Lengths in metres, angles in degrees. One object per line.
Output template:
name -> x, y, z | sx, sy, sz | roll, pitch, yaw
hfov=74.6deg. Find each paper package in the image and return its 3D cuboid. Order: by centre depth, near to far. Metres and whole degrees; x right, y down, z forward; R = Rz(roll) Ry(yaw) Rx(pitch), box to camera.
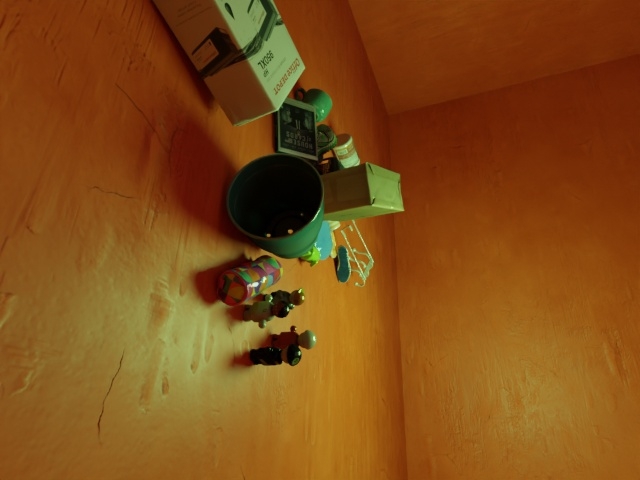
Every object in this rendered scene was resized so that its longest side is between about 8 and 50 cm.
paper package -> 0.134, -0.186, 1.734 | 0.309, 0.324, 0.168 | 1, 81, -54

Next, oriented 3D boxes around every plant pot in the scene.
plant pot -> -0.112, -0.074, 1.256 | 0.255, 0.271, 0.272 | 75, 15, -65

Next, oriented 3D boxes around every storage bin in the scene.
storage bin -> 0.041, -0.302, 1.920 | 0.180, 0.121, 0.085 | 26, 58, -66

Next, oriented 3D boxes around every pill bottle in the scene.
pill bottle -> 0.140, -0.453, 2.253 | 0.216, 0.121, 0.121 | 62, 28, -44

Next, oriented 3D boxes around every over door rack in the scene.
over door rack -> 0.175, 0.044, 2.165 | 0.239, 0.108, 0.325 | -52, 129, -63

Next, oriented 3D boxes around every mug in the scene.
mug -> -0.038, -0.585, 1.841 | 0.130, 0.157, 0.098 | 82, 30, -59

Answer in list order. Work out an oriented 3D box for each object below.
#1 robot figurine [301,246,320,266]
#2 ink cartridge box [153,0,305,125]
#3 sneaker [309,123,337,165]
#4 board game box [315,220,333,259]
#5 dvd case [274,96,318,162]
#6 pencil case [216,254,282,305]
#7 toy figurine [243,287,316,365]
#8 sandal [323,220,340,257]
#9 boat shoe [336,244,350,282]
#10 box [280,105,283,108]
robot figurine -> -0.042, 0.051, 1.632 | 0.115, 0.067, 0.101 | 39, 34, -62
ink cartridge box -> -0.229, -0.564, 1.143 | 0.395, 0.166, 0.286 | 58, 36, -34
sneaker -> -0.024, -0.432, 1.784 | 0.344, 0.134, 0.147 | -65, 141, -55
board game box -> 0.000, 0.000, 1.811 | 0.133, 0.033, 0.169 | -41, 127, -47
dvd case -> -0.093, -0.428, 1.613 | 0.179, 0.029, 0.239 | 7, 72, -34
pencil case -> -0.193, 0.106, 1.167 | 0.236, 0.104, 0.105 | -26, 106, -71
toy figurine -> -0.112, 0.254, 1.245 | 0.213, 0.148, 0.210 | -12, 93, -69
sandal -> 0.059, -0.051, 1.935 | 0.102, 0.076, 0.266 | -51, 129, -64
boat shoe -> 0.110, 0.111, 2.018 | 0.066, 0.066, 0.184 | -102, -168, -76
box -> -0.211, -0.563, 1.434 | 0.232, 0.059, 0.184 | -1, 84, -69
